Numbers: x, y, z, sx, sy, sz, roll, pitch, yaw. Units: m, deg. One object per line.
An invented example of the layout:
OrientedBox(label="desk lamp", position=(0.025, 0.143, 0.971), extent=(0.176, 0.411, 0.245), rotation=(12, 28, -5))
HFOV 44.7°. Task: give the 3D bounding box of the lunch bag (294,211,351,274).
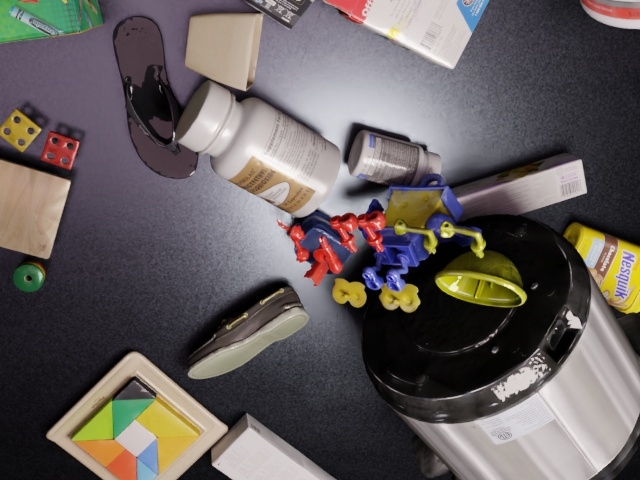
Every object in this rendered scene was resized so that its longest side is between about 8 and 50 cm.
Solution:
OrientedBox(label="lunch bag", position=(0.000, 0.000, 1.287), extent=(0.098, 0.065, 0.067), rotation=(34, 115, -20))

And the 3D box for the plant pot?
OrientedBox(label="plant pot", position=(-0.143, -0.287, 1.147), extent=(0.096, 0.109, 0.109), rotation=(9, 107, -2))

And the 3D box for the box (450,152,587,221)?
OrientedBox(label="box", position=(0.284, -0.068, 1.313), extent=(0.324, 0.063, 0.067), rotation=(-18, 109, -3))

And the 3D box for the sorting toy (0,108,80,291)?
OrientedBox(label="sorting toy", position=(-0.460, -0.064, 1.193), extent=(0.132, 0.046, 0.274), rotation=(17, 105, -15))

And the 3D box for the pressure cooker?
OrientedBox(label="pressure cooker", position=(0.303, 0.216, 1.237), extent=(0.420, 0.370, 0.375), rotation=(49, 58, -34))

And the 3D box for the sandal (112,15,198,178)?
OrientedBox(label="sandal", position=(-0.256, -0.206, 1.177), extent=(0.097, 0.054, 0.254), rotation=(-18, 110, -3))

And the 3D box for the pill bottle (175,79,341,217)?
OrientedBox(label="pill bottle", position=(-0.094, -0.139, 1.173), extent=(0.229, 0.131, 0.131), rotation=(28, 102, -25))

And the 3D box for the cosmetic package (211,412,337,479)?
OrientedBox(label="cosmetic package", position=(-0.078, 0.423, 1.417), extent=(0.239, 0.060, 0.099), rotation=(42, 95, -19))

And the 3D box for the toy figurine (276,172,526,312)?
OrientedBox(label="toy figurine", position=(0.145, -0.036, 1.140), extent=(0.191, 0.363, 0.217), rotation=(56, 52, -34))

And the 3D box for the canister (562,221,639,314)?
OrientedBox(label="canister", position=(0.504, 0.049, 1.387), extent=(0.170, 0.073, 0.126), rotation=(18, 104, -14))

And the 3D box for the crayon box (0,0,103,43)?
OrientedBox(label="crayon box", position=(-0.382, -0.302, 1.003), extent=(0.165, 0.278, 0.081), rotation=(-10, 109, -6))

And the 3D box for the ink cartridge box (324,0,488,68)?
OrientedBox(label="ink cartridge box", position=(0.124, -0.370, 1.176), extent=(0.231, 0.078, 0.134), rotation=(23, 102, -16))

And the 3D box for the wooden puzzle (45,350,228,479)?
OrientedBox(label="wooden puzzle", position=(-0.316, 0.337, 1.355), extent=(0.221, 0.044, 0.239), rotation=(-44, 110, 6))

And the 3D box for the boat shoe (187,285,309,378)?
OrientedBox(label="boat shoe", position=(-0.130, 0.157, 1.317), extent=(0.228, 0.068, 0.081), rotation=(-29, 151, 5))

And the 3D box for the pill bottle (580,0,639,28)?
OrientedBox(label="pill bottle", position=(0.453, -0.496, 1.064), extent=(0.210, 0.210, 0.363), rotation=(-24, 133, -1))

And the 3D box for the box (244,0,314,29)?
OrientedBox(label="box", position=(-0.121, -0.484, 0.986), extent=(0.395, 0.318, 0.097), rotation=(29, 59, -16))

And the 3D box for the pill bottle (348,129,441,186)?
OrientedBox(label="pill bottle", position=(0.120, -0.125, 1.258), extent=(0.137, 0.078, 0.078), rotation=(14, 106, -14))
